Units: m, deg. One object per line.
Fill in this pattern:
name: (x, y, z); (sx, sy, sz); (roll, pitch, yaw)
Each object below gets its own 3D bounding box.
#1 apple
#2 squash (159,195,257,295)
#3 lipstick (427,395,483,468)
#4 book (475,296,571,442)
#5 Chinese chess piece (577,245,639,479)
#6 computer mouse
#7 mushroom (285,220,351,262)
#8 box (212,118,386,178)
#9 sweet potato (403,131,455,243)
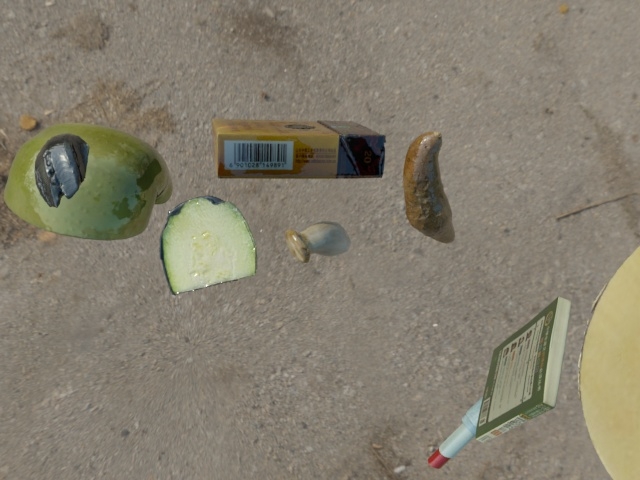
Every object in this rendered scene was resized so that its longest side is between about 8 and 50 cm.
apple: (-0.567, -0.144, 1.357); (0.360, 0.320, 0.312); (16, 77, -3)
squash: (-0.227, 0.005, 1.135); (0.191, 0.085, 0.184); (-13, 84, 0)
lipstick: (0.355, 0.437, 1.297); (0.068, 0.061, 0.274); (28, 108, -41)
book: (0.361, 0.242, 1.002); (0.027, 0.264, 0.202); (24, 57, 4)
Chinese chess piece: (0.308, 0.097, 0.406); (0.097, 0.251, 0.251); (17, 76, -10)
computer mouse: (-0.382, -0.110, 0.807); (0.079, 0.047, 0.135); (-26, 57, 14)
mushroom: (-0.001, 0.001, 1.432); (0.212, 0.088, 0.097); (-16, 104, -50)
box: (-0.064, -0.239, 1.420); (0.415, 0.264, 0.116); (-2, 109, -13)
sweet potato: (0.236, -0.079, 1.200); (0.114, 0.342, 0.092); (-41, 48, -15)
